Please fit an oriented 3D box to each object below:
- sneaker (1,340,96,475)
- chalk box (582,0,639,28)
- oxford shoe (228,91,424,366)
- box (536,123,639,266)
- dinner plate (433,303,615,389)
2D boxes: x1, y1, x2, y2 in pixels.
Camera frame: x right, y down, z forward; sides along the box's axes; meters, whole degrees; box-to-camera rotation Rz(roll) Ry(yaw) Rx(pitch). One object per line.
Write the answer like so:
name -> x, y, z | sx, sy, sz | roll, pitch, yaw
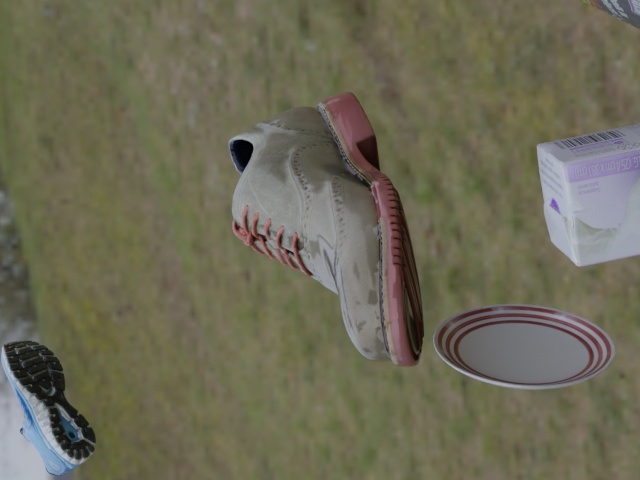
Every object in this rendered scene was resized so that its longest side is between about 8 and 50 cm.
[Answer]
sneaker -> -0.301, 0.178, 1.776 | 0.073, 0.063, 0.162 | -49, 60, 37
chalk box -> 0.262, -0.276, 1.311 | 0.289, 0.179, 0.180 | 33, 178, 36
oxford shoe -> 0.000, 0.000, 1.324 | 0.348, 0.130, 0.123 | -108, 7, -62
box -> 0.287, -0.051, 0.959 | 0.067, 0.324, 0.063 | -115, 14, -74
dinner plate -> 0.158, 0.086, 1.317 | 0.141, 0.141, 0.017 | -108, 16, -64
